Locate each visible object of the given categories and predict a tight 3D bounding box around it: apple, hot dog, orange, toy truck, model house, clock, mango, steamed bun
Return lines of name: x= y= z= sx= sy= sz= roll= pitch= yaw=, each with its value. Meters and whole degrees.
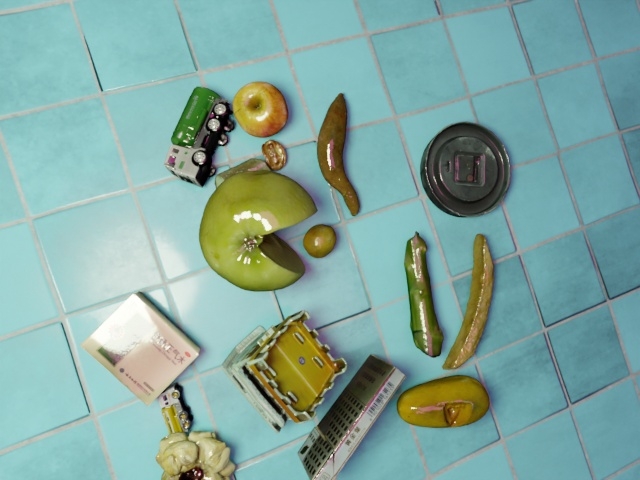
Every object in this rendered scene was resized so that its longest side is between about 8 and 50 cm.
apple: x=-0.152 y=-0.336 z=1.164 sx=0.146 sy=0.146 sz=0.147 roll=1 pitch=86 yaw=-13
hot dog: x=-0.124 y=-0.230 z=1.203 sx=0.058 sy=0.035 sz=0.083 roll=-24 pitch=91 yaw=-10
apple: x=-0.142 y=-0.020 z=1.061 sx=0.291 sy=0.254 sz=0.292 roll=1 pitch=102 yaw=3
orange: x=0.000 y=0.000 z=1.192 sx=0.095 sy=0.085 sz=0.085 roll=-42 pitch=96 yaw=-10
toy truck: x=-0.355 y=0.417 z=1.096 sx=0.062 sy=0.052 sz=0.123 roll=-20 pitch=92 yaw=-7
model house: x=-0.088 y=0.318 z=1.082 sx=0.224 sy=0.215 sz=0.198 roll=51 pitch=46 yaw=-6
clock: x=0.423 y=-0.203 z=1.317 sx=0.280 sy=0.055 sz=0.281 roll=1 pitch=86 yaw=-13
toy truck: x=-0.305 y=-0.265 z=1.131 sx=0.124 sy=0.101 sz=0.243 roll=19 pitch=79 yaw=2
mango: x=0.326 y=0.436 z=1.203 sx=0.261 sy=0.167 sz=0.130 roll=-5 pitch=73 yaw=-10
steamed bun: x=-0.290 y=0.550 z=1.056 sx=0.192 sy=0.106 sz=0.178 roll=5 pitch=102 yaw=-21

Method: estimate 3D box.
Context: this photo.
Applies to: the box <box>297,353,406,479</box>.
box: x=0.073 y=0.442 z=1.126 sx=0.047 sy=0.180 sz=0.325 roll=41 pitch=78 yaw=-8

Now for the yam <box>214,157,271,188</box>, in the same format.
yam: x=-0.204 y=-0.166 z=1.166 sx=0.146 sy=0.069 sz=0.070 roll=-29 pitch=93 yaw=-12

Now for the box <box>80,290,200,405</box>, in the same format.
box: x=-0.421 y=0.253 z=1.073 sx=0.212 sy=0.095 sz=0.168 roll=45 pitch=76 yaw=-7

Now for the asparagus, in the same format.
asparagus: x=0.277 y=0.148 z=1.246 sx=0.081 sy=0.085 sz=0.344 roll=-8 pitch=82 yaw=-2

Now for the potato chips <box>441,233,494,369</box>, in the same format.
potato chips: x=0.443 y=0.182 z=1.292 sx=0.080 sy=0.057 sz=0.408 roll=18 pitch=82 yaw=-15

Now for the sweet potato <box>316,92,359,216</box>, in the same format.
sweet potato: x=0.044 y=-0.235 z=1.222 sx=0.108 sy=0.079 sz=0.347 roll=-8 pitch=91 yaw=-26
